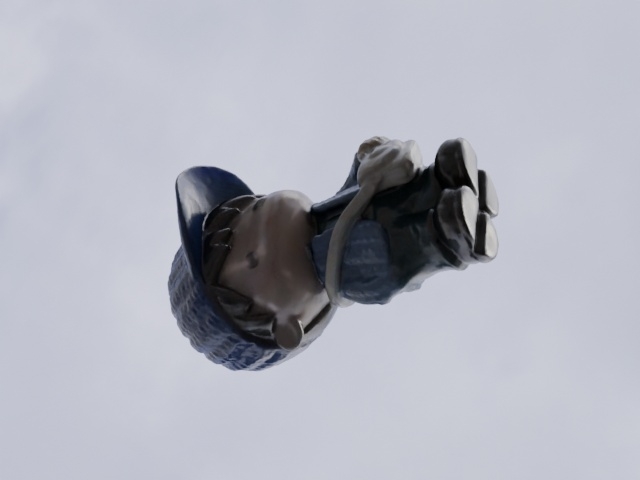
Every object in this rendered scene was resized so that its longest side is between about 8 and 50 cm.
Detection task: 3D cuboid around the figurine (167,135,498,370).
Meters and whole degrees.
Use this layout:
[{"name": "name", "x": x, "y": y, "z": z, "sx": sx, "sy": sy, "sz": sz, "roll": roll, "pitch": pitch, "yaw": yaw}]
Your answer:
[{"name": "figurine", "x": 0.005, "y": 0.005, "z": 0.712, "sx": 0.136, "sy": 0.079, "sz": 0.077, "roll": -9, "pitch": -129, "yaw": 17}]
